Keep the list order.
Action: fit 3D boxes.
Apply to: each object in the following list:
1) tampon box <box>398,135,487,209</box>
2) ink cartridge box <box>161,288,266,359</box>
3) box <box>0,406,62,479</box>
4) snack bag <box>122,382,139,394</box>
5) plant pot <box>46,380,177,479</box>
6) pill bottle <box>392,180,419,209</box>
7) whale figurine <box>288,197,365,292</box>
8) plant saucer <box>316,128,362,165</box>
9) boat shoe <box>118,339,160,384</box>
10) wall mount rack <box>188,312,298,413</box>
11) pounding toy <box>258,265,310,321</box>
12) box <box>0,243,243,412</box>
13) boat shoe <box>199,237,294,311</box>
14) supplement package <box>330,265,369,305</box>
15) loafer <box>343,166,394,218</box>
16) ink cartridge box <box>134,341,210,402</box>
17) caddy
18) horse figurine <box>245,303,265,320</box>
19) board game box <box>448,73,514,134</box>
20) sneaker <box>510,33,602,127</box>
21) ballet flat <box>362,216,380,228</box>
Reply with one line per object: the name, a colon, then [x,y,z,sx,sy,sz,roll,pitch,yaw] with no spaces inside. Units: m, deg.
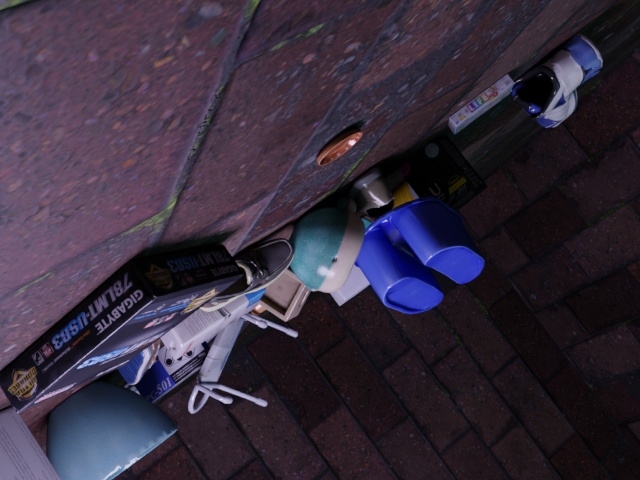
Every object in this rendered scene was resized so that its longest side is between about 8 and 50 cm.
tampon box: [0.289,-0.147,1.905,0.120,0.161,0.101,-41,171,29]
ink cartridge box: [-0.226,0.141,1.628,0.203,0.086,0.148,-32,172,-25]
box: [-0.574,0.420,1.390,0.182,0.181,0.119,-38,172,21]
snack bag: [-0.447,0.369,2.308,0.342,0.037,0.323,-30,171,-43]
plant pot: [-0.495,0.431,1.802,0.290,0.195,0.290,-35,174,-4]
pill bottle: [0.245,-0.087,2.205,0.246,0.136,0.136,-41,172,38]
whale figurine: [0.000,0.000,1.697,0.272,0.141,0.216,-107,-141,-75]
plant saucer: [0.028,-0.145,1.236,0.083,0.013,0.083,-36,173,-5]
boat shoe: [-0.379,0.252,1.709,0.066,0.066,0.183,-33,173,-37]
wall mount rack: [-0.187,0.295,2.023,0.350,0.130,0.304,-65,165,-5]
pounding toy: [-0.066,0.096,1.851,0.141,0.130,0.100,-62,165,17]
box: [-0.297,0.125,1.240,0.293,0.073,0.295,-39,172,17]
boat shoe: [-0.143,0.064,1.544,0.223,0.080,0.073,-30,177,-14]
supplement package: [0.041,0.053,1.956,0.105,0.179,0.105,-34,173,-14]
loafer: [0.104,-0.080,1.749,0.094,0.087,0.251,-35,173,-7]
ink cartridge box: [-0.375,0.315,2.026,0.207,0.097,0.046,-37,172,7]
caddy: [0.212,0.024,1.801,0.241,0.179,0.341,-37,153,15]
horse figurine: [-0.139,0.139,2.147,0.263,0.066,0.174,-36,178,-15]
board game box: [0.350,-0.296,1.761,0.154,0.026,0.103,-37,173,4]
sneaker: [0.529,-0.356,1.923,0.182,0.127,0.315,-31,166,-9]
ballet flat: [0.108,-0.047,2.049,0.106,0.107,0.316,-55,-175,-18]
